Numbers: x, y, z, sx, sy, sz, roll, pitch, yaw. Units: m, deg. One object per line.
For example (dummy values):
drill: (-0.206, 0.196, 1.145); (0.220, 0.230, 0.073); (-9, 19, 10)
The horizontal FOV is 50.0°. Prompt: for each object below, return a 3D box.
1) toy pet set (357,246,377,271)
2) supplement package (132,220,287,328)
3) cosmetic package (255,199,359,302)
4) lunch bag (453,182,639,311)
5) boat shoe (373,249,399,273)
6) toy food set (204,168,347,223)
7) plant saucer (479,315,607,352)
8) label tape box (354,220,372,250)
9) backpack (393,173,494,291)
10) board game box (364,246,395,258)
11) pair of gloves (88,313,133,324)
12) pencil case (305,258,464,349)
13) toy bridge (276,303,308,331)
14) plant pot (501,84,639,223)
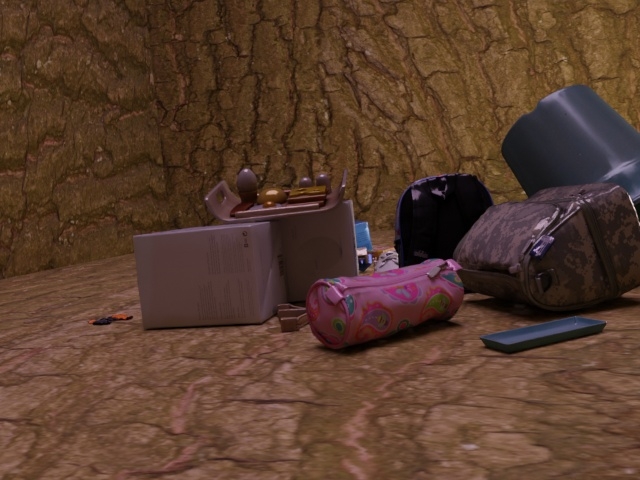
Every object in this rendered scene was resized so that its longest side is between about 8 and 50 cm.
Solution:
toy pet set: (0.113, 0.080, 2.013); (0.122, 0.065, 0.114); (-8, 39, 6)
supplement package: (-0.230, 0.069, 1.475); (0.262, 0.199, 0.198); (-4, 4, 14)
cosmetic package: (-0.028, 0.025, 1.639); (0.224, 0.224, 0.138); (-5, 5, 6)
lunch bag: (0.420, 0.026, 1.303); (0.256, 0.213, 0.305); (-24, 8, -14)
boat shoe: (0.173, 0.069, 1.736); (0.095, 0.084, 0.258); (-5, 4, 7)
toy food set: (-0.090, -0.119, 1.554); (0.306, 0.093, 0.220); (-6, 15, 4)
plant saucer: (0.335, 0.140, 1.029); (0.192, 0.018, 0.067); (-6, 4, -24)
label tape box: (0.000, 0.000, 2.428); (0.240, 0.106, 0.333); (-16, 12, -21)
backpack: (0.288, -0.018, 1.565); (0.276, 0.264, 0.213); (-6, 4, -2)
board game box: (0.140, 0.048, 2.456); (0.259, 0.039, 0.124); (-6, 3, 33)
pair of gloves: (-0.483, 0.181, 1.578); (0.074, 0.010, 0.083); (-2, 6, 39)
pencil case: (0.116, 0.099, 1.156); (0.284, 0.124, 0.124); (-9, 6, -35)
toy bridge: (-0.052, 0.148, 1.359); (0.063, 0.026, 0.188); (-3, 4, -6)
plant pot: (0.611, -0.154, 1.577); (0.341, 0.334, 0.341); (-24, -26, -12)
